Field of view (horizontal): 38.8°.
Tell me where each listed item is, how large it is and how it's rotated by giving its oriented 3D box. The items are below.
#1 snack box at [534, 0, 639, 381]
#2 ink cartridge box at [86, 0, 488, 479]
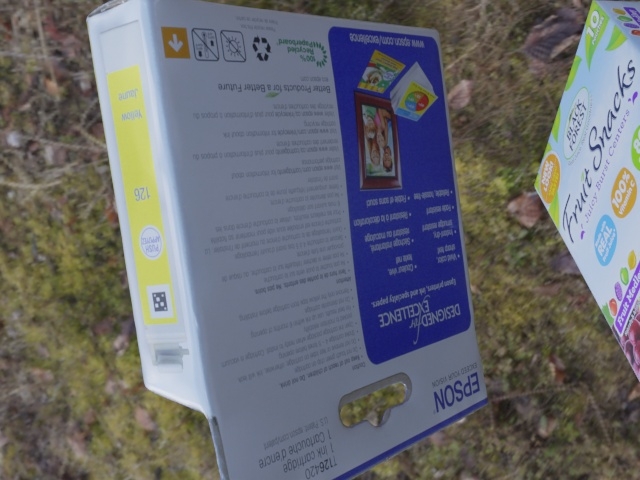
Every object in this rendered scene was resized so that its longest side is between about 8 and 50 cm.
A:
[{"bbox_3d":[0.136,-0.021,0.367,0.037,0.141,0.100,2,129,-11],"label":"snack box"},{"bbox_3d":[0.000,0.000,0.627,0.072,0.304,0.307,-4,94,39],"label":"ink cartridge box"}]
